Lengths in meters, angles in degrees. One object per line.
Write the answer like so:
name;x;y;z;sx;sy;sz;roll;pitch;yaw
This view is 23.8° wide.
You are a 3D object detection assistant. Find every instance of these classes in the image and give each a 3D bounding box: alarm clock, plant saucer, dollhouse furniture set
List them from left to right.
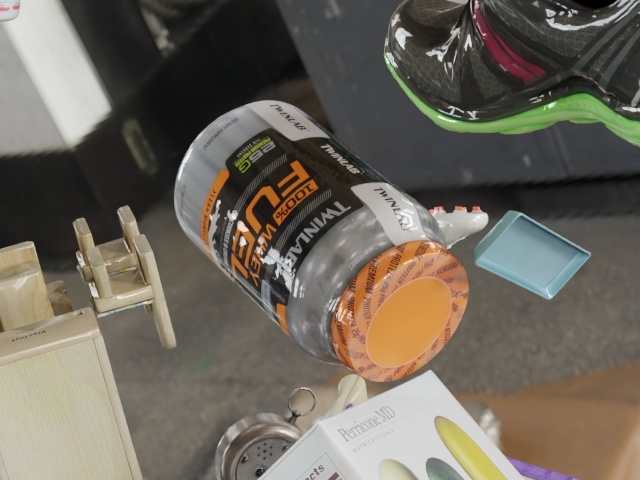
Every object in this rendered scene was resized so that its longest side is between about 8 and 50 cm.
dollhouse furniture set;-0.215;0.107;1.177;0.212;0.161;0.242;-16;23;-10
alarm clock;-0.061;0.278;1.990;0.192;0.129;0.064;-62;18;-1
plant saucer;0.211;0.014;1.518;0.067;0.192;0.018;-49;60;11

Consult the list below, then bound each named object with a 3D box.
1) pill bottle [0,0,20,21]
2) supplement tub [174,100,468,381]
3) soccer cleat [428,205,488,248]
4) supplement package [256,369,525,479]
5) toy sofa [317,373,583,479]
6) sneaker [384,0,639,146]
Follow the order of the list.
pill bottle;-0.315;-0.288;1.406;0.087;0.160;0.087;9;14;-2
supplement tub;0.000;0.000;1.593;0.193;0.193;0.316;-34;46;-17
soccer cleat;0.140;0.001;1.962;0.068;0.076;0.196;0;-8;-45
supplement package;0.061;0.263;1.041;0.198;0.262;0.199;-46;-14;23
toy sofa;0.170;0.236;1.374;0.362;0.150;0.177;14;42;29
sneaker;0.209;-0.199;1.283;0.185;0.202;0.483;-33;21;-23
